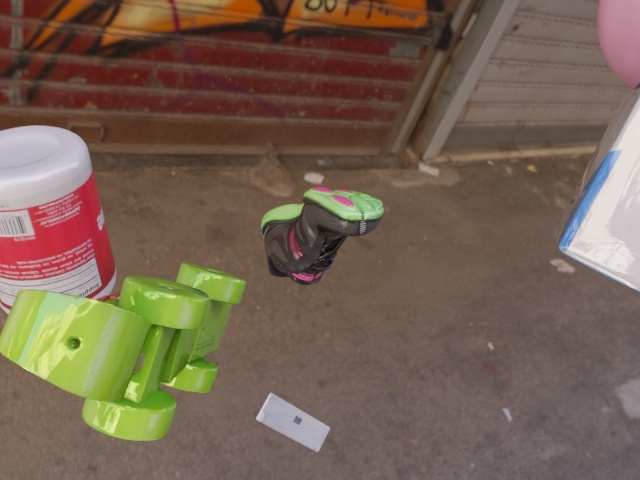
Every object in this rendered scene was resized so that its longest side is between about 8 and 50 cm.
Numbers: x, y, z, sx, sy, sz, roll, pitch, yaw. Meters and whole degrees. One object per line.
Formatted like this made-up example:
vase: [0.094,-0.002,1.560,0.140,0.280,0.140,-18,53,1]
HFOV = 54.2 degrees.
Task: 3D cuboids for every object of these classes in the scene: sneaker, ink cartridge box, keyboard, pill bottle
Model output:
sneaker: [0.000,0.000,1.442,0.185,0.483,0.202,5,80,-22]
ink cartridge box: [0.256,-0.045,0.493,0.086,0.148,0.203,27,11,15]
keyboard: [-0.063,0.462,1.576,0.014,0.256,0.072,6,63,44]
pill bottle: [-0.523,0.009,1.195,0.229,0.407,0.229,0,35,0]

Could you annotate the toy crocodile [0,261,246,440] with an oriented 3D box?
toy crocodile: [-0.142,0.077,0.539,0.105,0.115,0.340,18,2,5]

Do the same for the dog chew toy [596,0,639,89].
dog chew toy: [0.447,-0.220,0.601,0.206,0.206,0.332,-8,26,-33]
